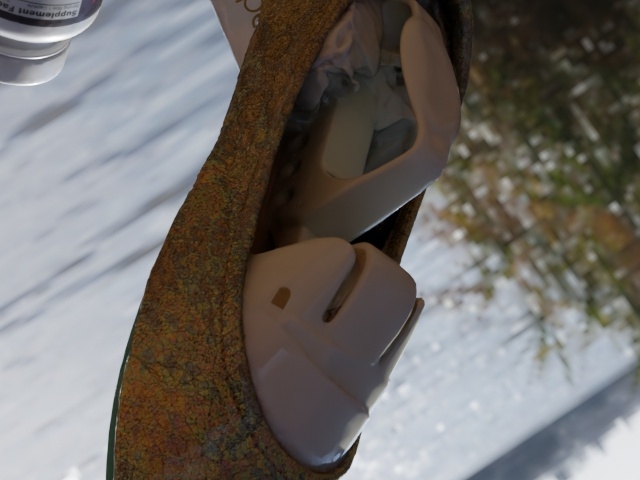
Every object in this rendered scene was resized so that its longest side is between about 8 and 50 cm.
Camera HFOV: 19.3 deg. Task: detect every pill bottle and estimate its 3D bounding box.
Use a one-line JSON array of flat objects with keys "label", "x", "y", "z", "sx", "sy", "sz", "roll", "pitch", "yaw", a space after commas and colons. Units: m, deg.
[{"label": "pill bottle", "x": -0.191, "y": -0.203, "z": 1.266, "sx": 0.108, "sy": 0.108, "sz": 0.193, "roll": -26, "pitch": 149, "yaw": -43}]

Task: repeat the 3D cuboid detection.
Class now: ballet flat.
[{"label": "ballet flat", "x": 0.000, "y": 0.000, "z": 0.820, "sx": 0.123, "sy": 0.123, "sz": 0.348, "roll": -43, "pitch": -155, "yaw": 48}]

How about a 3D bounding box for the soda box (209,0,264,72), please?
[{"label": "soda box", "x": -0.031, "y": -0.150, "z": 1.262, "sx": 0.074, "sy": 0.216, "sz": 0.069, "roll": -23, "pitch": 152, "yaw": 0}]
